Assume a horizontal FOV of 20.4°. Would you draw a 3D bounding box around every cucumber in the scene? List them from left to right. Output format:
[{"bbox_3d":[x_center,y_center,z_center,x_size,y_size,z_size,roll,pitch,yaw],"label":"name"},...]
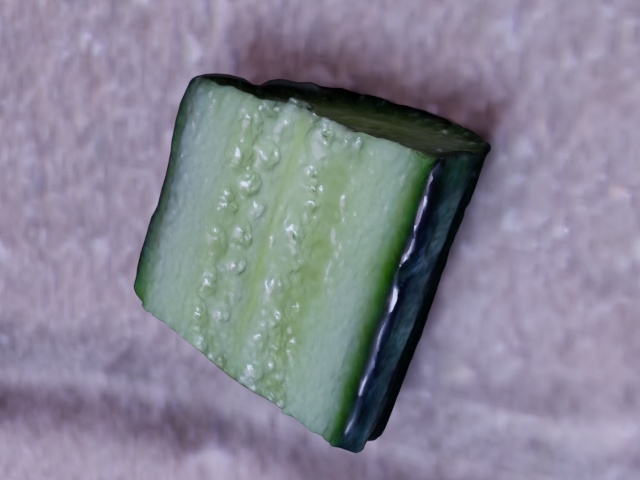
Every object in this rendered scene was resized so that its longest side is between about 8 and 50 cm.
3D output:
[{"bbox_3d":[0.000,0.000,0.615,0.116,0.062,0.115,33,112,36],"label":"cucumber"}]
